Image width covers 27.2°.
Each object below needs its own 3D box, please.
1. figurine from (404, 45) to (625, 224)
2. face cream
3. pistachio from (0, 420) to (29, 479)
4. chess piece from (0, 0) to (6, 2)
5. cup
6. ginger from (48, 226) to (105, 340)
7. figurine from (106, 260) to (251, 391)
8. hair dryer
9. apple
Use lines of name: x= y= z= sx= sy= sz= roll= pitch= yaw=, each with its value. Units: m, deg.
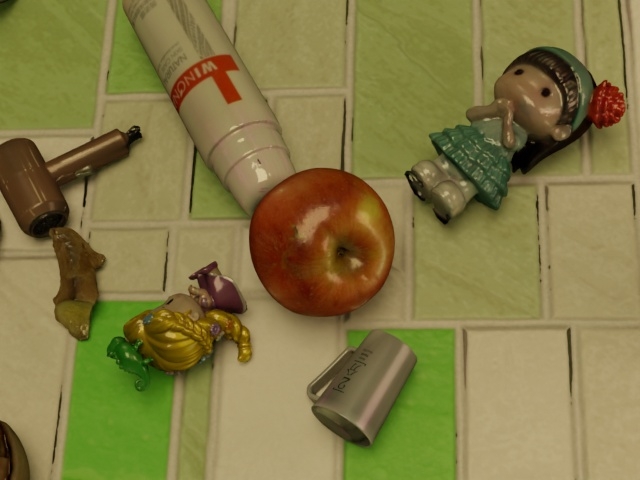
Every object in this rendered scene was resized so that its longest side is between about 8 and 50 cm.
figurine: x=0.218 y=-0.116 z=1.503 sx=0.245 sy=0.110 sz=0.138 roll=-40 pitch=69 yaw=-7
face cream: x=-0.127 y=-0.174 z=1.570 sx=0.102 sy=0.102 sz=0.346 roll=-27 pitch=64 yaw=-6
pistachio: x=-0.361 y=0.254 z=1.403 sx=0.113 sy=0.113 sz=0.149 roll=-11 pitch=49 yaw=1
chess piece: x=-0.547 y=-0.418 z=1.707 sx=0.330 sy=0.182 sz=0.182 roll=12 pitch=67 yaw=19
cup: x=0.038 y=0.156 z=1.422 sx=0.104 sy=0.074 sz=0.116 roll=12 pitch=60 yaw=43
ginger: x=-0.280 y=0.045 z=1.519 sx=0.057 sy=0.044 sz=0.137 roll=-18 pitch=61 yaw=18
figurine: x=-0.148 y=0.111 z=1.449 sx=0.156 sy=0.095 sz=0.115 roll=-36 pitch=87 yaw=-29
hair dryer: x=-0.292 y=-0.088 z=1.574 sx=0.181 sy=0.064 sz=0.117 roll=-28 pitch=66 yaw=-12
apple: x=0.000 y=0.000 z=1.448 sx=0.163 sy=0.163 sz=0.139 roll=-40 pitch=28 yaw=-12
